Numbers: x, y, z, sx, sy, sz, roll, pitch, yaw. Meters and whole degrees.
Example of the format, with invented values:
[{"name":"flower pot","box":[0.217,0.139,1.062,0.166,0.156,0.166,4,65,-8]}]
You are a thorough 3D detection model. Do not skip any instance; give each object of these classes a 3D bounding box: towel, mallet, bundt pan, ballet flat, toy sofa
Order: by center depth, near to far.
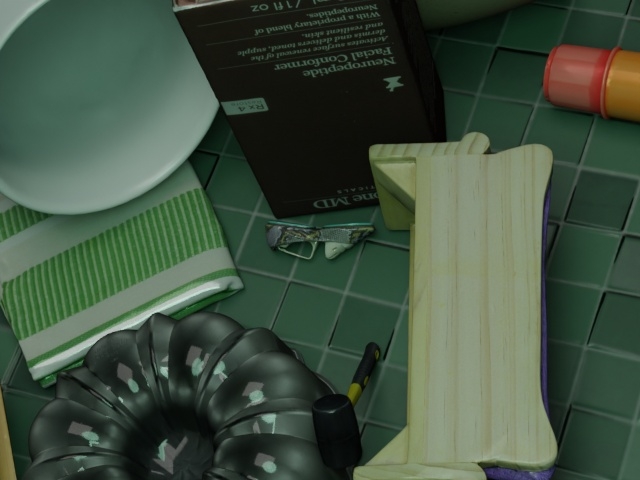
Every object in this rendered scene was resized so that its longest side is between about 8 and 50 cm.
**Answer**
[{"name":"toy sofa","box":[0.132,0.090,1.670,0.177,0.150,0.362,-2,61,9]},{"name":"mallet","box":[0.033,0.151,1.677,0.039,0.189,0.062,-5,103,16]},{"name":"bundt pan","box":[-0.132,0.207,1.688,0.331,0.124,0.331,-6,61,11]},{"name":"ballet flat","box":[0.000,0.000,1.824,0.114,0.041,0.041,1,62,15]},{"name":"towel","box":[-0.243,-0.024,1.898,0.248,0.038,0.325,-27,57,-3]}]

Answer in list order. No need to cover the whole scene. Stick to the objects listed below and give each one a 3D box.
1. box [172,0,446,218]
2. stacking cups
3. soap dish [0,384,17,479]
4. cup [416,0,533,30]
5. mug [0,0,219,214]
[{"name":"box","box":[-0.002,-0.176,1.717,0.191,0.381,0.143,-8,62,11]},{"name":"stacking cups","box":[0.380,-0.139,1.782,0.316,0.096,0.096,12,65,25]},{"name":"soap dish","box":[-0.385,0.274,1.717,0.229,0.118,0.291,-19,59,4]},{"name":"cup","box":[0.068,-0.343,1.862,0.237,0.331,0.331,-30,55,27]},{"name":"mug","box":[-0.272,-0.267,1.830,0.328,0.276,0.374,48,124,42]}]
